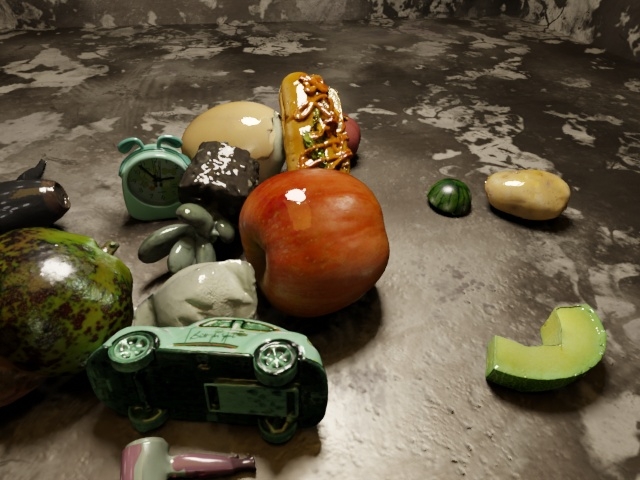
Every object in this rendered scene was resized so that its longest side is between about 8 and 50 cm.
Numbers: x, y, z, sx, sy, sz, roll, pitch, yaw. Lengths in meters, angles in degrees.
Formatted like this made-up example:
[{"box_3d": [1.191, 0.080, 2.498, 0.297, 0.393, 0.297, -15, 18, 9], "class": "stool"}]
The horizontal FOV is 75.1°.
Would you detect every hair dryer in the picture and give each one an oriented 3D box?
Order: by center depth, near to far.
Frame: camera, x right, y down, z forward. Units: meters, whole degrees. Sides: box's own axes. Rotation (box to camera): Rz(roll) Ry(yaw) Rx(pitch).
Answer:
[{"box_3d": [-0.154, 0.281, 0.495, 0.154, 0.054, 0.106, -7, 46, -18], "class": "hair dryer"}, {"box_3d": [-0.676, -0.096, 0.895, 0.304, 0.120, 0.359, -20, 33, -5], "class": "hair dryer"}]

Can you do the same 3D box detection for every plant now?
[{"box_3d": [-0.209, -0.048, 0.773, 0.147, 0.149, 0.274, 19, 65, 3], "class": "plant"}]

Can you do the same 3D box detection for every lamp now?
[{"box_3d": [0.016, -0.276, 1.084, 0.182, 0.140, 0.182, -1, 38, 1], "class": "lamp"}]

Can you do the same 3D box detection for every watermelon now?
[{"box_3d": [0.303, -0.109, 0.963, 0.106, 0.062, 0.105, 5, 42, -5], "class": "watermelon"}]

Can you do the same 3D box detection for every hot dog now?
[{"box_3d": [-0.001, -0.214, 0.910, 0.158, 0.117, 0.348, 9, 67, -38], "class": "hot dog"}]

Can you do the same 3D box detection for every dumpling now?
[{"box_3d": [-0.181, 0.114, 0.641, 0.181, 0.155, 0.111, -22, -4, 28], "class": "dumpling"}]

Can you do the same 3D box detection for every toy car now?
[{"box_3d": [-0.140, 0.171, 0.558, 0.306, 0.136, 0.125, 4, 32, 4], "class": "toy car"}]

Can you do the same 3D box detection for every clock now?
[{"box_3d": [-0.330, -0.131, 0.856, 0.148, 0.188, 0.060, -6, 42, -14], "class": "clock"}]

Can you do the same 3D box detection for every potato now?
[{"box_3d": [0.460, -0.106, 0.935, 0.178, 0.109, 0.118, 15, 64, 22], "class": "potato"}]

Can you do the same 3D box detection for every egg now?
[{"box_3d": [-0.193, -0.214, 0.951, 0.245, 0.201, 0.201, 3, 40, 1], "class": "egg"}]

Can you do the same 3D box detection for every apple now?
[{"box_3d": [0.000, 0.000, 0.689, 0.241, 0.242, 0.242, -17, 44, -24], "class": "apple"}]

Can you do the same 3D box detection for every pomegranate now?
[{"box_3d": [-0.384, 0.122, 0.582, 0.222, 0.276, 0.204, 6, -6, 45], "class": "pomegranate"}]

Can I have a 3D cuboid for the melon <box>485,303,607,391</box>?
[{"box_3d": [0.344, 0.171, 0.641, 0.210, 0.064, 0.118, -8, 43, -9], "class": "melon"}]
